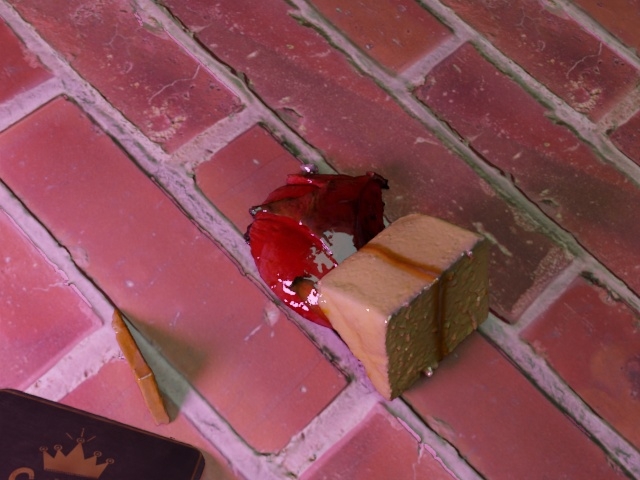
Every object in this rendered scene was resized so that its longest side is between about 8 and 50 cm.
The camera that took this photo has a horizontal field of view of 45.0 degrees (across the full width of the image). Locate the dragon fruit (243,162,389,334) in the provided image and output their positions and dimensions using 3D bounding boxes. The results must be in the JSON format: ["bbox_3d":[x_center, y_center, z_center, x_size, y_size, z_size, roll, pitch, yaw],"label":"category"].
[{"bbox_3d":[0.000,0.000,1.415,0.283,0.100,0.343,1,64,-3],"label":"dragon fruit"}]

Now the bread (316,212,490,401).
[{"bbox_3d":[0.148,0.114,1.346,0.263,0.236,0.198,-37,42,-23],"label":"bread"}]

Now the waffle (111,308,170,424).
[{"bbox_3d":[-0.309,0.213,1.312,0.032,0.125,0.191,-25,37,-16],"label":"waffle"}]

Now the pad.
[{"bbox_3d":[-0.372,0.337,1.121,0.376,0.063,0.315,17,29,-1],"label":"pad"}]
